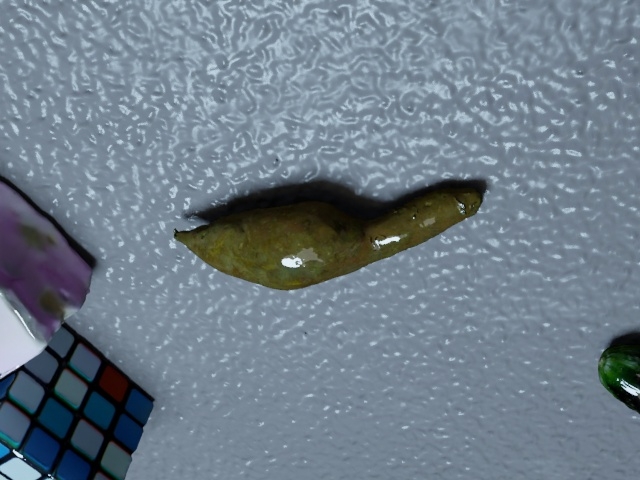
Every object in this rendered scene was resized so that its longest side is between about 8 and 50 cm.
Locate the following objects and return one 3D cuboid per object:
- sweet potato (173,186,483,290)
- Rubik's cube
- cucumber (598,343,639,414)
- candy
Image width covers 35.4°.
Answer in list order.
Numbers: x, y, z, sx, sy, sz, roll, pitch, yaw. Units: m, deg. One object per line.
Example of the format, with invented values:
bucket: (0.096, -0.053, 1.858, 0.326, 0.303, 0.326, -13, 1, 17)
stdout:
sweet potato: (0.002, 0.001, 0.836, 0.270, 0.074, 0.074, -8, 124, 13)
Rubik's cube: (-0.284, 0.197, 0.989, 0.154, 0.155, 0.151, -33, 114, 31)
cucumber: (0.356, 0.148, 0.870, 0.241, 0.074, 0.074, 19, 128, 0)
candy: (-0.356, 0.070, 0.933, 0.265, 0.115, 0.155, -32, 114, 30)
